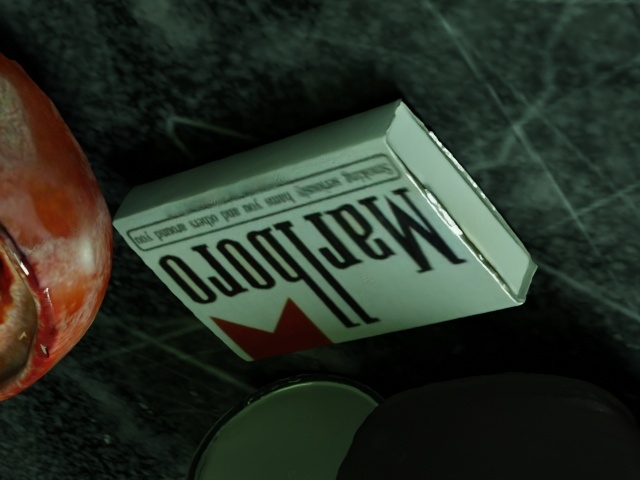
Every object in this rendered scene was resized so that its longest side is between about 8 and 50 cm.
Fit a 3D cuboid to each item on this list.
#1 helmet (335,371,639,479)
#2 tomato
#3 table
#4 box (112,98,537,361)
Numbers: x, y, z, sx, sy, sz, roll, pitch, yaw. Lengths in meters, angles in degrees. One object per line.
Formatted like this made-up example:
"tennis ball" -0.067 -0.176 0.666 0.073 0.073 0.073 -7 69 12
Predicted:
"helmet" 0.085 0.224 0.840 0.225 0.177 0.305 16 108 -35
"tomato" -0.189 -0.029 0.852 0.228 0.101 0.228 25 141 22
"table" 0.022 0.191 0.984 0.126 0.126 0.220 0 138 29
"box" 0.000 0.000 0.833 0.177 0.036 0.115 -14 129 40
